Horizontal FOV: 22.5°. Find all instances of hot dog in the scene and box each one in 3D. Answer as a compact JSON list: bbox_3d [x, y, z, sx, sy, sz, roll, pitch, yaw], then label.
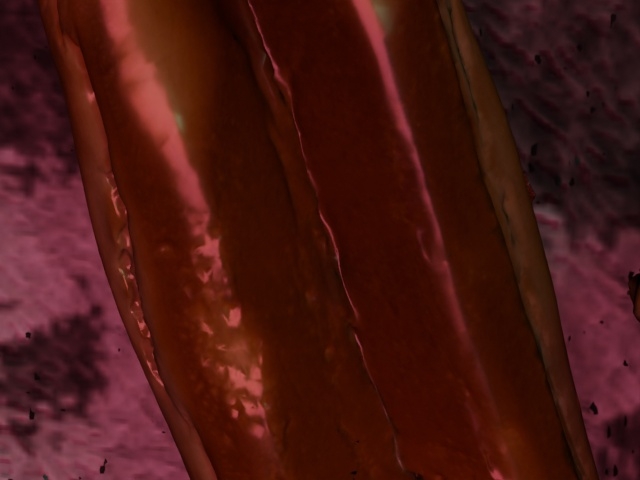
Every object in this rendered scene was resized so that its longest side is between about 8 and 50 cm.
[{"bbox_3d":[0.000,0.000,0.516,0.135,0.100,0.337,-19,105,-2],"label":"hot dog"}]

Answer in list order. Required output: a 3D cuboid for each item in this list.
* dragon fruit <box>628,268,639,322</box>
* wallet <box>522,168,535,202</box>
[{"bbox_3d":[0.256,0.051,0.464,0.315,0.250,0.250,43,102,1],"label":"dragon fruit"},{"bbox_3d":[-0.012,-0.078,0.556,0.103,0.020,0.196,-25,101,11],"label":"wallet"}]
